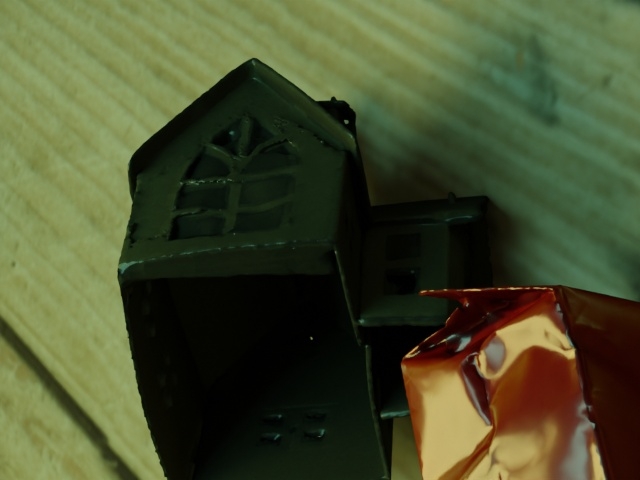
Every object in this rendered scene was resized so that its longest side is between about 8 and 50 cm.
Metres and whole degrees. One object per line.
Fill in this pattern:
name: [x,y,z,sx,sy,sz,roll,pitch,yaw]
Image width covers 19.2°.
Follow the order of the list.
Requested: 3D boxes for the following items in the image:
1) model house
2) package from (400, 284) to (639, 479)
model house: [0.000,0.000,1.139,0.204,0.211,0.243,-5,39,9]
package: [0.162,0.210,0.860,0.123,0.196,0.424,-31,57,41]
